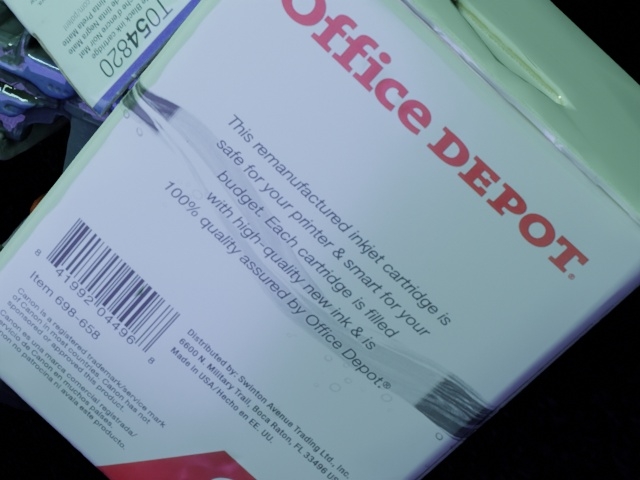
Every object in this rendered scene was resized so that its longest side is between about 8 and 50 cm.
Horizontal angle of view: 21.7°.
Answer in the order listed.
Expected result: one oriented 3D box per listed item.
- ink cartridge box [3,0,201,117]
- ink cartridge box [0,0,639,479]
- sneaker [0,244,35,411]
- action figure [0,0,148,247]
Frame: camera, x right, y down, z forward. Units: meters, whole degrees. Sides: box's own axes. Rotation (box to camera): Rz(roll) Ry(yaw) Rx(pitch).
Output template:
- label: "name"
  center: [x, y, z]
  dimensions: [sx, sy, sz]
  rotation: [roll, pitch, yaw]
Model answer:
- label: "ink cartridge box"
  center: [-0.090, -0.207, 0.731]
  dimensions: [0.223, 0.045, 0.224]
  rotation: [-42, 82, 28]
- label: "ink cartridge box"
  center: [0.000, 0.000, 0.720]
  dimensions: [0.197, 0.114, 0.273]
  rotation: [43, 123, -1]
- label: "sneaker"
  center: [-0.122, 0.058, 0.879]
  dimensions: [0.130, 0.087, 0.227]
  rotation: [-2, 154, 34]
- label: "action figure"
  center: [-0.107, -0.077, 0.913]
  dimensions: [0.341, 0.178, 0.330]
  rotation: [29, 139, 4]
